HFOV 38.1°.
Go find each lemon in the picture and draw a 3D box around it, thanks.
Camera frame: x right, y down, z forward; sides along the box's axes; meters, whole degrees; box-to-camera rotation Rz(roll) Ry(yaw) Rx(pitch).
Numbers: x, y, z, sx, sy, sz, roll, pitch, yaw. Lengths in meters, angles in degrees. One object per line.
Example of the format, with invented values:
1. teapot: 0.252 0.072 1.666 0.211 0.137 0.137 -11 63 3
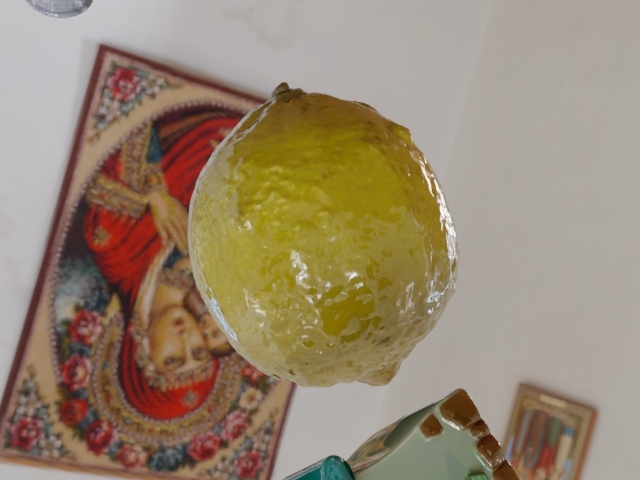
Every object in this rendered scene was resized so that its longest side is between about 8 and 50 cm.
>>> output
1. lemon: 0.000 0.000 0.669 0.192 0.231 0.192 -19 -177 1

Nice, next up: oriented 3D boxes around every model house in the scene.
1. model house: 0.031 0.168 0.479 0.149 0.127 0.100 -25 169 -29

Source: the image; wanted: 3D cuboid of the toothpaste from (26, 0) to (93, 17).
1. toothpaste: -0.156 -0.226 0.557 0.057 0.089 0.234 32 151 0
